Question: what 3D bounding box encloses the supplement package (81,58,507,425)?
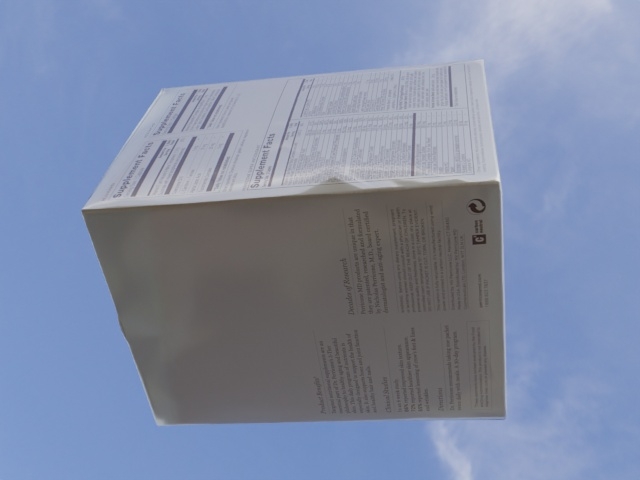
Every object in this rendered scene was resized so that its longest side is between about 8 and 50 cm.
[{"bbox_3d":[0.000,0.000,0.613,0.262,0.198,0.199,-3,-56,10],"label":"supplement package"}]
